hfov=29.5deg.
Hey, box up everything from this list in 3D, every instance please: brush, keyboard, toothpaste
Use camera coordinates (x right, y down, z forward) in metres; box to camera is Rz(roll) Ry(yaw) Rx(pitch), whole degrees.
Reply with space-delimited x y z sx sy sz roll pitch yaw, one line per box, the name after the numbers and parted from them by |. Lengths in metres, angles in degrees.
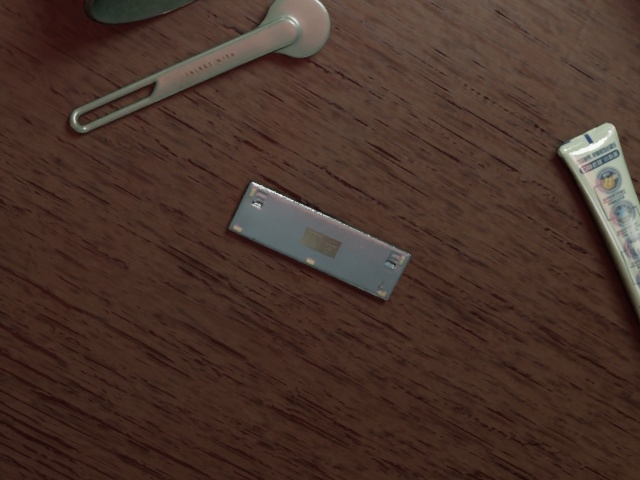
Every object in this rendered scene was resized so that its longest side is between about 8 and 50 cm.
-0.115 -0.163 1.142 0.266 0.027 0.062 -22 105 7 | brush
0.000 0.001 1.194 0.176 0.014 0.055 24 103 -9 | keyboard
0.305 0.001 1.201 0.062 0.039 0.239 -26 103 -1 | toothpaste

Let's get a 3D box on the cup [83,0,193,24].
-0.142 -0.297 1.037 0.199 0.199 0.150 -28 86 4 | cup
